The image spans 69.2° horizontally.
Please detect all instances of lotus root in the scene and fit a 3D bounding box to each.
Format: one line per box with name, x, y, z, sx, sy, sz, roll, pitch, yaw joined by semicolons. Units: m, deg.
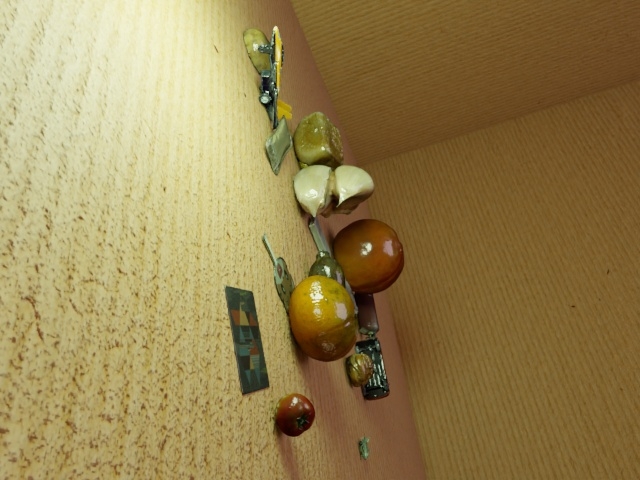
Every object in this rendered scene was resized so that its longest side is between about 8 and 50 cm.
lotus root;0.021;0.129;1.532;0.120;0.120;0.209;41;37;-69

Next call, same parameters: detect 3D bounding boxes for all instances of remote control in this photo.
remote control;0.000;0.000;1.815;0.087;0.029;0.190;-84;155;-59

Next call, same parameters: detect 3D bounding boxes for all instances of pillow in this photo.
pillow;-0.135;-0.319;1.539;0.217;0.033;0.130;-72;154;-48

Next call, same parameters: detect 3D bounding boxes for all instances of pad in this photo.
pad;-0.148;0.200;0.952;0.143;0.003;0.211;36;39;-71

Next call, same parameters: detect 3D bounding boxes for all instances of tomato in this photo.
tomato;-0.057;0.364;0.980;0.075;0.087;0.087;24;-39;57

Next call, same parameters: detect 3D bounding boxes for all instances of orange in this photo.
orange;0.013;0.208;1.256;0.240;0.171;0.240;-13;90;-77

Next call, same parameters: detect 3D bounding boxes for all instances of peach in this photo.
peach;0.225;0.066;2.099;0.343;0.302;0.342;-14;90;-78

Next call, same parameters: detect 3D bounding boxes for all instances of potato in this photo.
potato;-0.202;-0.676;1.666;0.200;0.081;0.164;15;60;-73

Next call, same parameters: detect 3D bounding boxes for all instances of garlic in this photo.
garlic;0.040;-0.181;1.738;0.313;0.286;0.249;35;75;-75

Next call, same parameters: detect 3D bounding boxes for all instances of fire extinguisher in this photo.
fire extinguisher;0.224;0.360;2.200;0.104;0.105;0.268;59;20;-50

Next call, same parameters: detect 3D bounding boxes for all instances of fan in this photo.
fan;-0.112;0.081;1.253;0.152;0.008;0.226;-83;155;-59

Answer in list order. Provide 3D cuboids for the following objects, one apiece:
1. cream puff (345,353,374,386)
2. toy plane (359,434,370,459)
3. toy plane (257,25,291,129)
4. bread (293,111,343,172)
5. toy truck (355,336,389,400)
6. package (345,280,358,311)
cream puff;0.148;0.472;1.720;0.133;0.104;0.119;-59;125;-75
toy plane;0.149;0.706;1.578;0.083;0.033;0.080;-78;151;-52
toy plane;-0.162;-0.547;1.546;0.204;0.103;0.316;-95;180;-45
bread;-0.015;-0.390;1.912;0.195;0.176;0.246;36;41;-52
toy truck;0.223;0.541;1.939;0.114;0.108;0.252;57;21;-53
package;0.080;0.269;1.791;0.250;0.062;0.203;-73;148;-45
